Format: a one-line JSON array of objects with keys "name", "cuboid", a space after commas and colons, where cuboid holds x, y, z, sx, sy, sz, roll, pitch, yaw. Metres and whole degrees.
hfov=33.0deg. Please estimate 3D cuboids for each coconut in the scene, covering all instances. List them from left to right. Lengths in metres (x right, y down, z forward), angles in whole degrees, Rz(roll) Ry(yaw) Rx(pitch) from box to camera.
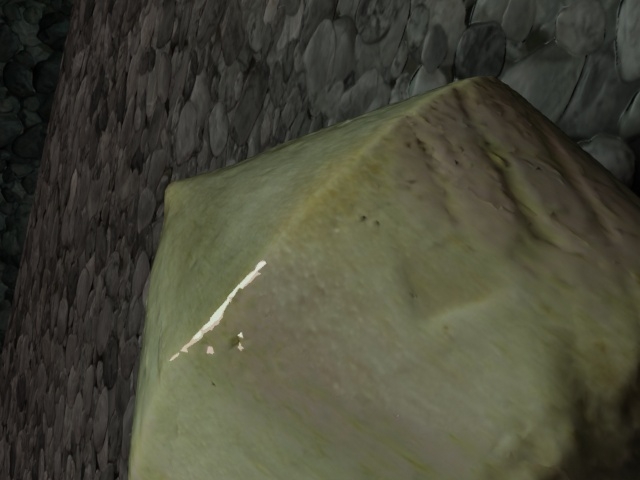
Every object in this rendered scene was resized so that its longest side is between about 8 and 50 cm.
[{"name": "coconut", "cuboid": [0.038, 0.066, 0.566, 0.329, 0.329, 0.328, -172, 90, -66]}]
